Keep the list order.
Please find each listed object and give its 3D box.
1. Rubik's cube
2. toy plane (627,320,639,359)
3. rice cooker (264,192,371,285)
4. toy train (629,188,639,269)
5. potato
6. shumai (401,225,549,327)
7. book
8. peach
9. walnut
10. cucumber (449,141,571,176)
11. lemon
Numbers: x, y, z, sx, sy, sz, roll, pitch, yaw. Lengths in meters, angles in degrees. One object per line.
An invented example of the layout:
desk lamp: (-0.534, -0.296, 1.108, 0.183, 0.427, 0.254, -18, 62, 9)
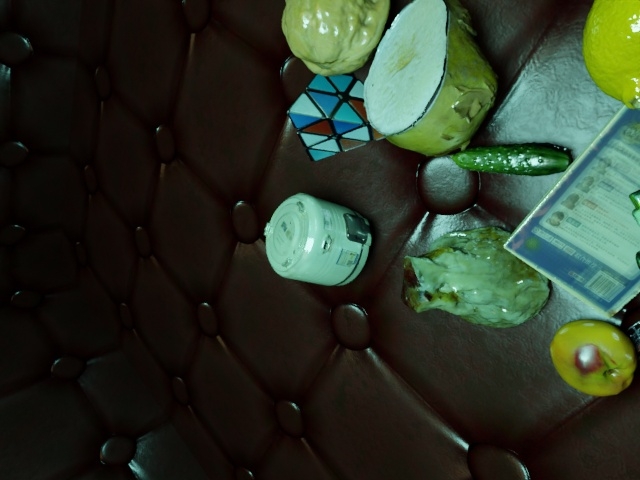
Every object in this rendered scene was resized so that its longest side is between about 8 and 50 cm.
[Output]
Rubik's cube: (0.000, -0.328, 0.950, 0.284, 0.234, 0.250, -3, 99, 40)
toy plane: (0.606, 0.160, 0.717, 0.060, 0.037, 0.145, 36, 121, 1)
rice cooker: (0.000, 0.000, 1.036, 0.226, 0.244, 0.226, -23, 59, 46)
toy train: (0.617, -0.062, 0.576, 0.330, 0.138, 0.178, -30, 79, 30)
potato: (0.229, -0.310, 0.815, 0.246, 0.196, 0.299, -19, 61, 53)
shumai: (0.310, 0.094, 0.835, 0.272, 0.204, 0.222, 0, 102, 35)
book: (0.517, -0.047, 0.704, 0.228, 0.018, 0.322, 38, 115, 12)
peach: (0.503, 0.212, 0.760, 0.138, 0.138, 0.138, 11, 108, 36)
walnut: (0.034, -0.497, 0.879, 0.257, 0.224, 0.257, -5, 80, 29)
cucumber: (0.367, -0.162, 0.809, 0.227, 0.069, 0.069, 10, 108, 38)
lemon: (0.491, -0.313, 0.594, 0.187, 0.187, 0.244, 12, 99, 36)
